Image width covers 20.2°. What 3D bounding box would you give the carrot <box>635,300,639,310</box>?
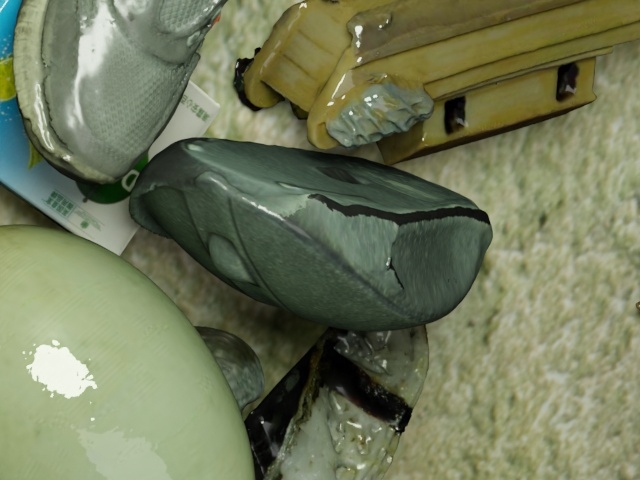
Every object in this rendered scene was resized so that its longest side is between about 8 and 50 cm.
[{"bbox_3d":[0.378,0.089,1.749,0.205,0.072,0.072,21,96,-31],"label":"carrot"}]

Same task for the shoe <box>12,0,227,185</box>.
[{"bbox_3d":[-0.078,-0.193,1.163,0.132,0.171,0.336,31,65,-43],"label":"shoe"}]

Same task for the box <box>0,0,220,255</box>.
[{"bbox_3d":[-0.185,-0.097,1.254,0.194,0.073,0.139,38,83,-39],"label":"box"}]

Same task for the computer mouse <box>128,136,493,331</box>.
[{"bbox_3d":[0.000,0.004,1.307,0.374,0.203,0.114,4,107,-61],"label":"computer mouse"}]

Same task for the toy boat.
[{"bbox_3d":[0.152,-0.154,1.438,0.445,0.136,0.162,-20,124,-29],"label":"toy boat"}]

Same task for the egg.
[{"bbox_3d":[-0.174,0.120,1.227,0.295,0.218,0.218,38,84,2],"label":"egg"}]

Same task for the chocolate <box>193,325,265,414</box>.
[{"bbox_3d":[-0.146,0.166,1.374,0.248,0.110,0.110,-49,129,-9],"label":"chocolate"}]

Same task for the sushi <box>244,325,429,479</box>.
[{"bbox_3d":[0.023,0.138,1.424,0.273,0.109,0.134,-45,170,-48],"label":"sushi"}]
